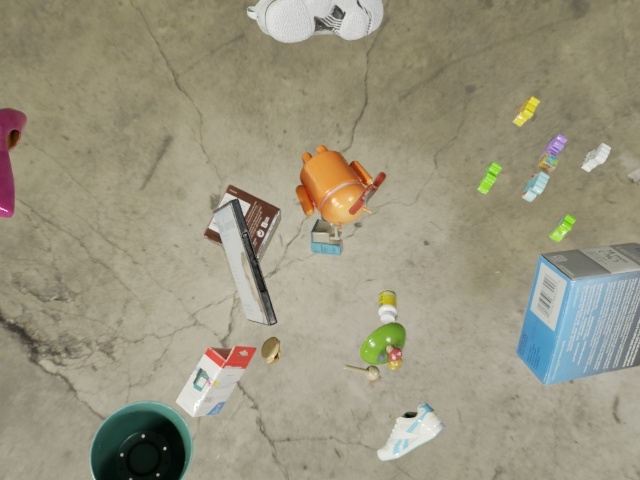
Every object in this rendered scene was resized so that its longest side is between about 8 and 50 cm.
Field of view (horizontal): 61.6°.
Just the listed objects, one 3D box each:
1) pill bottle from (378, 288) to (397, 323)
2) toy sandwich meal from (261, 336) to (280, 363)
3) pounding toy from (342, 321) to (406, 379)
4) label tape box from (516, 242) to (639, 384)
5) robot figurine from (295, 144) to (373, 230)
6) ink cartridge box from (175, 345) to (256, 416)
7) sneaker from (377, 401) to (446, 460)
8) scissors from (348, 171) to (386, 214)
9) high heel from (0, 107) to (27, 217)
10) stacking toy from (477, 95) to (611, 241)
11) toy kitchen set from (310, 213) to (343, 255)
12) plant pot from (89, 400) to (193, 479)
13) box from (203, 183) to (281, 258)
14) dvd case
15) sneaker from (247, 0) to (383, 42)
[{"bbox_3d":[0.233,0.230,1.863,0.065,0.116,0.065,3,131,3],"label":"pill bottle"},{"bbox_3d":[-0.150,0.339,1.654,0.029,0.085,0.085,36,85,-38],"label":"toy sandwich meal"},{"bbox_3d":[0.219,0.400,1.825,0.183,0.110,0.237,26,109,-45],"label":"pounding toy"},{"bbox_3d":[0.578,0.136,1.058,0.333,0.106,0.241,-6,118,-15],"label":"label tape box"},{"bbox_3d":[0.031,-0.127,1.302,0.158,0.128,0.219,-7,55,-41],"label":"robot figurine"},{"bbox_3d":[-0.297,0.387,1.550,0.078,0.134,0.231,31,90,26],"label":"ink cartridge box"},{"bbox_3d":[0.239,0.534,1.492,0.228,0.087,0.092,-43,69,25],"label":"sneaker"},{"bbox_3d":[0.097,-0.098,1.012,0.021,0.297,0.109,41,89,0],"label":"scissors"},{"bbox_3d":[-0.471,-0.121,0.811,0.117,0.244,0.082,27,116,-16],"label":"high heel"},{"bbox_3d":[0.382,-0.124,0.925,0.167,0.052,0.221,33,72,0],"label":"stacking toy"},{"bbox_3d":[0.000,0.000,1.960,0.122,0.166,0.207,7,131,16],"label":"toy kitchen set"},{"bbox_3d":[-0.557,0.677,1.690,0.293,0.235,0.293,7,61,-13],"label":"plant pot"},{"bbox_3d":[-0.223,-0.042,1.576,0.167,0.203,0.168,25,84,-1],"label":"box"},{"bbox_3d":[-0.158,0.048,1.097,0.022,0.180,0.253,-18,92,-21],"label":"dvd case"},{"bbox_3d":[-0.018,-0.632,1.475,0.366,0.210,0.137,-18,126,-26],"label":"sneaker"}]
